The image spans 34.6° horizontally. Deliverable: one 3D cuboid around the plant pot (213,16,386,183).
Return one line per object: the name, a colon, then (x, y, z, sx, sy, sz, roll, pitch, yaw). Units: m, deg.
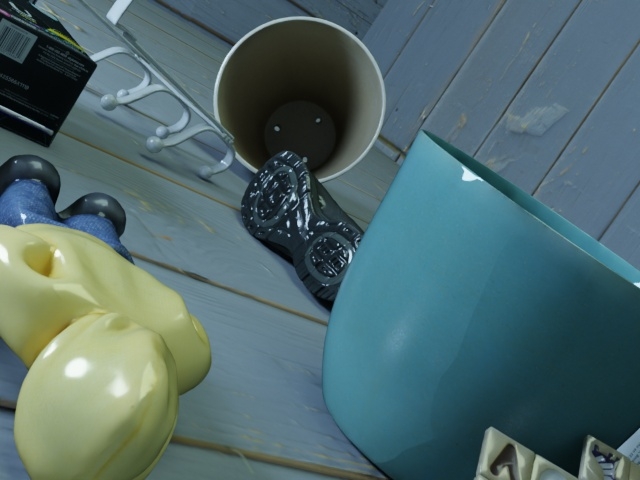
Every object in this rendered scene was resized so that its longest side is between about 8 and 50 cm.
plant pot: (-0.032, -0.193, 1.655, 0.256, 0.256, 0.274, 35, -6, 3)

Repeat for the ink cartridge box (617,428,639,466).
ink cartridge box: (0.399, 0.241, 1.021, 0.121, 0.211, 0.289, 30, 12, -29)

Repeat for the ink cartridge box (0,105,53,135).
ink cartridge box: (-0.372, -0.136, 0.666, 0.370, 0.069, 0.175, 24, -1, -34)

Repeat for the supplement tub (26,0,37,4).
supplement tub: (-0.363, -0.299, 1.152, 0.106, 0.198, 0.106, 33, 11, -8)

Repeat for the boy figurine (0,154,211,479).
boy figurine: (-0.133, 0.048, 0.601, 0.177, 0.092, 0.285, 31, 12, -34)

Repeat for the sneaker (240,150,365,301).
sneaker: (0.000, 0.000, 1.241, 0.130, 0.109, 0.286, 37, 12, -45)

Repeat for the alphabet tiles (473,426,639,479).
alphabet tiles: (0.197, 0.229, 0.686, 0.237, 0.009, 0.198, 32, 48, -10)

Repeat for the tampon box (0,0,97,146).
tampon box: (-0.325, -0.192, 1.055, 0.120, 0.101, 0.161, 26, 13, -41)

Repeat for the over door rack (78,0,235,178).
over door rack: (-0.252, -0.228, 1.292, 0.239, 0.108, 0.324, 42, -12, 33)

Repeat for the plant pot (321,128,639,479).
plant pot: (0.138, 0.085, 0.856, 0.293, 0.235, 0.293, 33, 11, -7)
